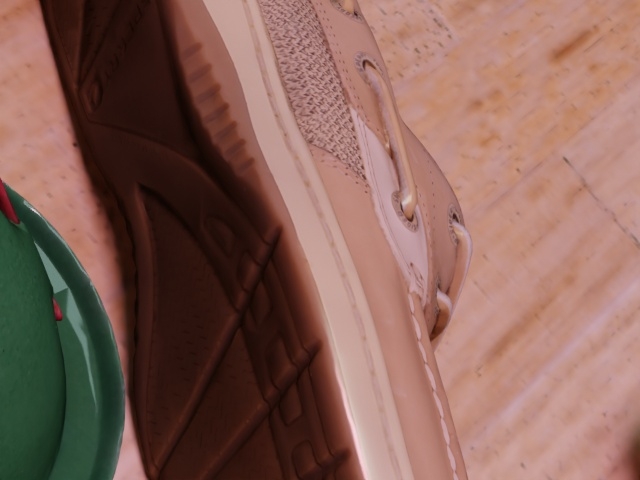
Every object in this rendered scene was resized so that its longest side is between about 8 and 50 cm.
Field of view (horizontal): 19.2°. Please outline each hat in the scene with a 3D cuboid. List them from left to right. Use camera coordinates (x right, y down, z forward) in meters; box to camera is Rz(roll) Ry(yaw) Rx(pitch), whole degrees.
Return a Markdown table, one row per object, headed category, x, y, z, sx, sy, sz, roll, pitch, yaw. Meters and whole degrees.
| category | x | y | z | sx | sy | sz | roll | pitch | yaw |
| --- | --- | --- | --- | --- | --- | --- | --- | --- | --- |
| hat | -0.113 | -0.014 | 0.527 | 0.208 | 0.183 | 0.173 | 41 | 48 | -4 |

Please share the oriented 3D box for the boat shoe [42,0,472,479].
| category | x | y | z | sx | sy | sz | roll | pitch | yaw |
| --- | --- | --- | --- | --- | --- | --- | --- | --- | --- |
| boat shoe | 0.000 | 0.000 | 0.635 | 0.110 | 0.121 | 0.341 | 0 | 61 | -32 |
